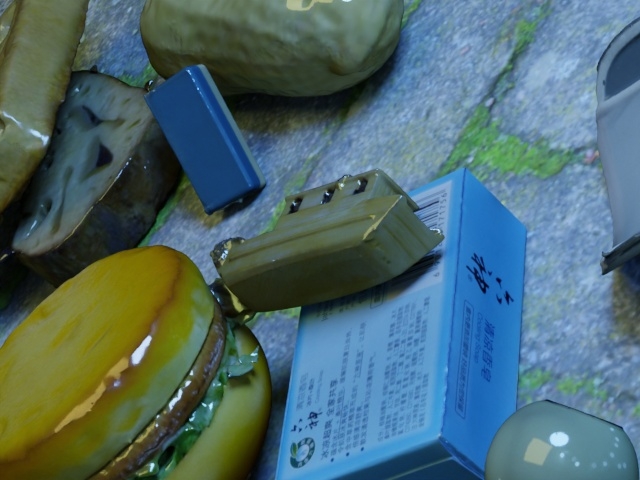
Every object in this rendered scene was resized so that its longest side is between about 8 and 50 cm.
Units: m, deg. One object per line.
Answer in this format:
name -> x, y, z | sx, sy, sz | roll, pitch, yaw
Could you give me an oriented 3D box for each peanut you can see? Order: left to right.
peanut -> -0.046, -0.198, 1.605 | 0.319, 0.147, 0.147 | 4, 60, 54

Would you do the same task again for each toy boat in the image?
toy boat -> 0.000, 0.000, 1.281 | 0.200, 0.057, 0.077 | -17, 40, 43

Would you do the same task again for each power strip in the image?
power strip -> -0.097, -0.085, 1.582 | 0.056, 0.123, 0.032 | -31, -5, 29

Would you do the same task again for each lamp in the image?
lamp -> 0.126, 0.177, 1.090 | 0.091, 0.091, 0.163 | 18, 85, 55

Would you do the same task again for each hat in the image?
hat -> 0.269, -0.064, 1.169 | 0.226, 0.164, 0.219 | 107, 171, -48

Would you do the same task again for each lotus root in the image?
lotus root -> -0.201, -0.071, 1.714 | 0.170, 0.074, 0.260 | -18, 43, 37

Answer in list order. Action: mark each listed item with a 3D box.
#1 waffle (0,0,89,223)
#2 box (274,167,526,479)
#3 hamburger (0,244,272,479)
waffle -> -0.322, -0.103, 1.790 | 0.304, 0.077, 0.348 | -51, 21, 32
box -> 0.057, 0.078, 1.260 | 0.143, 0.083, 0.232 | -24, 42, 33
hamburger -> -0.135, 0.128, 1.353 | 0.246, 0.170, 0.246 | -34, 24, 17
